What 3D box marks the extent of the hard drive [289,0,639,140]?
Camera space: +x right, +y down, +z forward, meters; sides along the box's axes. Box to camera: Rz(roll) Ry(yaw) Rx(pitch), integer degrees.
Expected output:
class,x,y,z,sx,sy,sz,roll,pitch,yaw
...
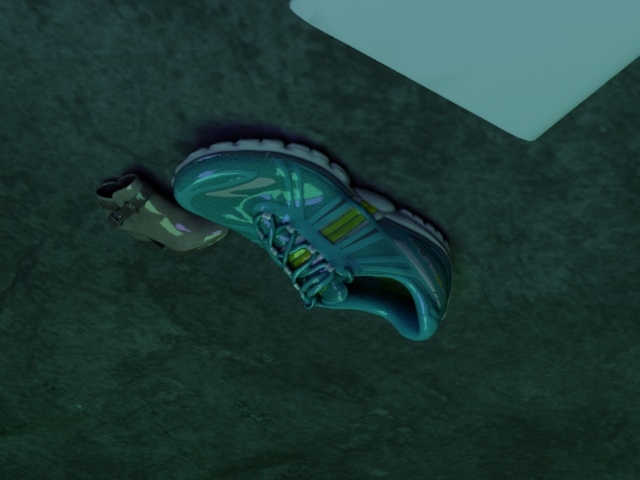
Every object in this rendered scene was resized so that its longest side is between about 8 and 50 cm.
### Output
class,x,y,z,sx,sy,sz,roll,pitch,yaw
hard drive,0.145,-0.197,0.480,0.210,0.040,0.319,25,144,-17

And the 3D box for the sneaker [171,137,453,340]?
class,x,y,z,sx,sy,sz,roll,pitch,yaw
sneaker,0.000,0.000,0.724,0.275,0.110,0.107,24,140,-15

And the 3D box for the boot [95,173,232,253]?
class,x,y,z,sx,sy,sz,roll,pitch,yaw
boot,-0.151,-0.028,0.782,0.119,0.042,0.087,-12,134,26
